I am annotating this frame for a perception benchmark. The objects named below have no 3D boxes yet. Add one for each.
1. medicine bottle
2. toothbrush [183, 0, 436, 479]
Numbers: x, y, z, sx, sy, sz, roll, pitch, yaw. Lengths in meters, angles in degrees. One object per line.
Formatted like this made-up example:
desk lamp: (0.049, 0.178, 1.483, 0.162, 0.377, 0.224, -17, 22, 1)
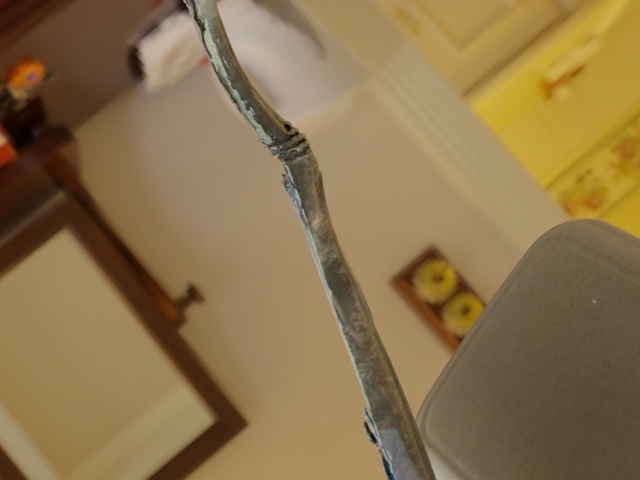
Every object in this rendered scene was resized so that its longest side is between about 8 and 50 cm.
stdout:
medicine bottle: (0.223, 0.139, 1.167, 0.282, 0.123, 0.375, -57, -152, 2)
toothbrush: (0.000, 0.000, 0.875, 0.042, 0.413, 0.035, -19, -165, 7)
